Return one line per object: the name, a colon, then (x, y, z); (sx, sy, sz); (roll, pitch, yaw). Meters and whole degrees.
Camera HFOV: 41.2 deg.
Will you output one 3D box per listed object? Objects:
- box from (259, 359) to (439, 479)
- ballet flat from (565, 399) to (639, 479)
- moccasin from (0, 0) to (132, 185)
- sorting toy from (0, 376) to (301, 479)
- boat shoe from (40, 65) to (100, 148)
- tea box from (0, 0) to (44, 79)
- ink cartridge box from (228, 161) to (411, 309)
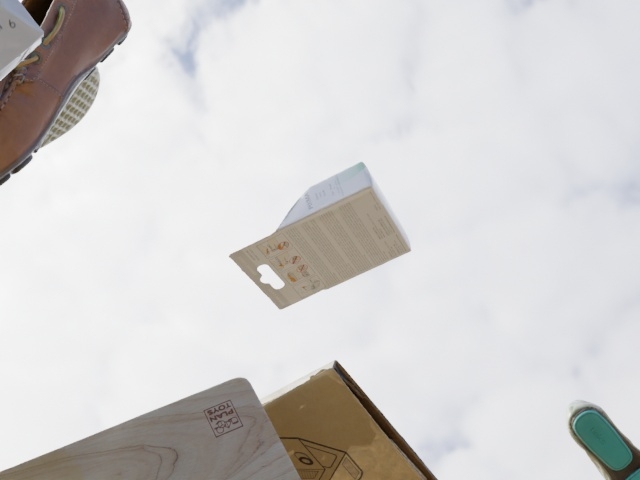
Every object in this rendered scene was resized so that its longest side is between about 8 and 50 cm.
box: (-0.019, 0.203, 0.726); (0.201, 0.021, 0.164); (-31, -72, 25)
ballet flat: (0.314, 0.232, 0.881); (0.057, 0.052, 0.168); (-35, -91, 6)
moccasin: (-0.351, -0.179, 0.934); (0.139, 0.380, 0.147); (5, -38, 41)
sorting toy: (-0.116, 0.262, 0.584); (0.257, 0.255, 0.089); (-19, -30, -24)
boat shoe: (-0.507, -0.182, 1.058); (0.500, 0.156, 0.186); (-21, -31, -40)
tea box: (-0.384, -0.071, 0.427); (0.324, 0.329, 0.220); (5, -42, 47)
ink cartridge box: (0.000, 0.000, 1.234); (0.225, 0.056, 0.181); (-24, -38, 10)
